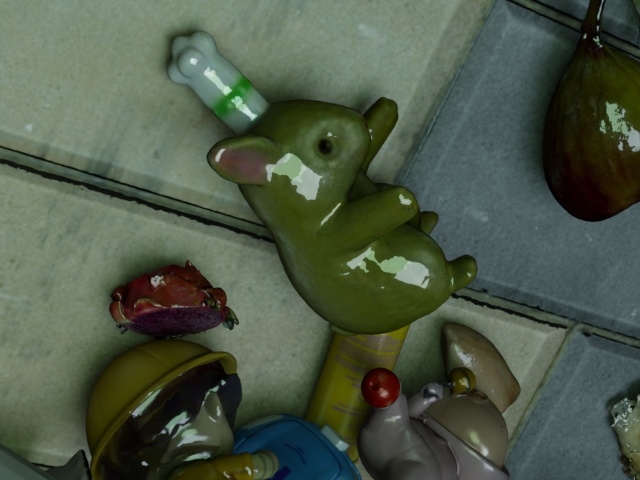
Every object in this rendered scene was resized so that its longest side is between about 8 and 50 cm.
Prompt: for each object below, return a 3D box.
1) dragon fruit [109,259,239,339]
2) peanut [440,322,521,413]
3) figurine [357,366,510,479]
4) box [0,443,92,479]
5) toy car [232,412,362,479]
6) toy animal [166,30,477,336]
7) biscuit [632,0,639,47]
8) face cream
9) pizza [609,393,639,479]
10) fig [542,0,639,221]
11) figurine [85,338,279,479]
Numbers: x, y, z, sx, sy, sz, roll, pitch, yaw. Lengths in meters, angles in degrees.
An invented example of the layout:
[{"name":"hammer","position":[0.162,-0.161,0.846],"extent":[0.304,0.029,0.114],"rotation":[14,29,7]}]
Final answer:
[{"name":"dragon fruit","position":[-0.154,0.057,1.473],"extent":[0.126,0.068,0.112],"rotation":[-8,159,1]},{"name":"peanut","position":[0.184,0.152,1.687],"extent":[0.076,0.076,0.152],"rotation":[-41,123,-1]},{"name":"figurine","position":[0.130,0.238,1.597],"extent":[0.186,0.176,0.287],"rotation":[-49,147,7]},{"name":"box","position":[-0.399,0.270,1.411],"extent":[0.206,0.291,0.262],"rotation":[43,51,-21]},{"name":"toy car","position":[-0.092,0.326,1.554],"extent":[0.314,0.198,0.166],"rotation":[-52,147,8]},{"name":"toy animal","position":[0.008,-0.063,1.412],"extent":[0.180,0.181,0.363],"rotation":[-28,124,8]},{"name":"biscuit","position":[0.351,-0.357,1.501],"extent":[0.186,0.079,0.309],"rotation":[-38,126,-5]},{"name":"face cream","position":[0.027,0.192,1.631],"extent":[0.078,0.078,0.273],"rotation":[8,112,-28]},{"name":"pizza","position":[0.611,0.295,1.962],"extent":[0.392,0.080,0.435],"rotation":[-30,126,-9]},{"name":"fig","position":[0.317,-0.152,1.552],"extent":[0.170,0.145,0.274],"rotation":[-16,119,-2]},{"name":"figurine","position":[-0.145,0.211,1.451],"extent":[0.192,0.257,0.167],"rotation":[-38,132,5]}]
